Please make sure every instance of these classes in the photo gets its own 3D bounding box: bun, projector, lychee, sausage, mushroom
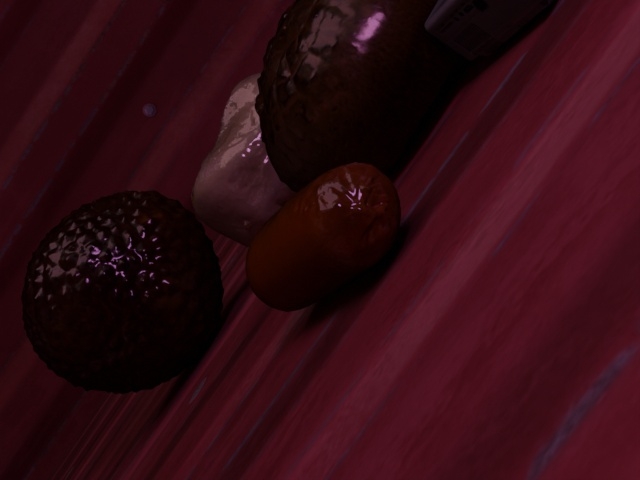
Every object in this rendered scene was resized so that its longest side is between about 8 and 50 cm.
[{"bbox_3d":[-0.051,-0.095,1.221,0.229,0.145,0.229,15,-90,-70],"label":"bun"},{"bbox_3d":[0.150,-0.215,0.745,0.147,0.061,0.115,-59,10,-20],"label":"projector"},{"bbox_3d":[-0.246,0.068,1.294,0.260,0.261,0.260,-54,8,11],"label":"lychee"},{"bbox_3d":[0.000,0.000,0.724,0.076,0.076,0.197,-59,8,-24],"label":"sausage"},{"bbox_3d":[0.034,-0.152,0.883,0.253,0.153,0.253,-58,15,26],"label":"mushroom"}]
